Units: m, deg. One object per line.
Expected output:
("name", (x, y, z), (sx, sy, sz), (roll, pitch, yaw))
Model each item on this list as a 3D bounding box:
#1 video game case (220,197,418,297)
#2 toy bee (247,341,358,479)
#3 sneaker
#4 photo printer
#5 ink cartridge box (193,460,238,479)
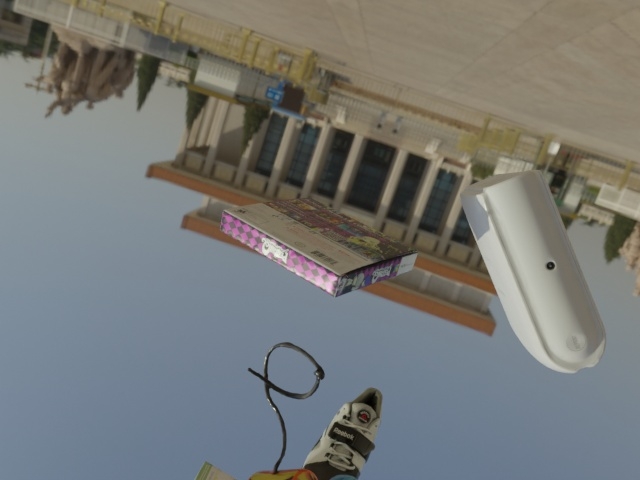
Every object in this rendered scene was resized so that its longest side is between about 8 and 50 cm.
("video game case", (0.000, 0.000, 0.962), (0.232, 0.041, 0.210), (28, -155, 31))
("toy bee", (-0.037, 0.280, 0.598), (0.298, 0.195, 0.162), (55, -153, 3))
("sneaker", (0.056, 0.424, 1.338), (0.123, 0.146, 0.330), (23, -156, 10))
("photo printer", (0.324, 0.047, 0.966), (0.107, 0.307, 0.256), (-22, -177, 7))
("ink cartridge box", (-0.143, 0.520, 1.185), (0.235, 0.056, 0.171), (29, 175, 0))
